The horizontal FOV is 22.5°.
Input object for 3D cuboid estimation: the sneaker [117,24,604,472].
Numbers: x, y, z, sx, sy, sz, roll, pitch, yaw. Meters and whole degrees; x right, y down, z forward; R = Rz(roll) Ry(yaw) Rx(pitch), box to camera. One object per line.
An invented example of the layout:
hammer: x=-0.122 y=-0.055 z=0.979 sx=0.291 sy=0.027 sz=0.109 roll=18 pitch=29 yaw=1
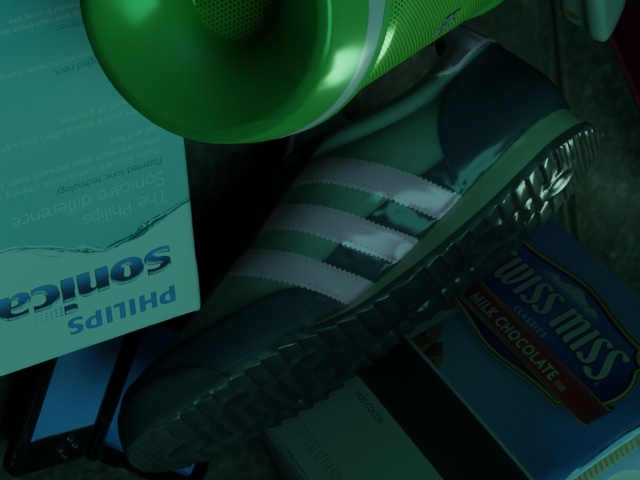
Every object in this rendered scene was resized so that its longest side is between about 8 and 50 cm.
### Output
sneaker: x=0.000 y=0.000 z=0.910 sx=0.319 sy=0.131 sz=0.112 roll=-36 pitch=158 yaw=-10

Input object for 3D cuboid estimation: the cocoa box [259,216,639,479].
cocoa box: x=0.128 y=0.186 z=1.037 sx=0.228 sy=0.231 sz=0.347 roll=-31 pitch=132 yaw=-9

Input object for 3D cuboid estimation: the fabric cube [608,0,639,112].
fabric cube: x=0.360 y=-0.098 z=0.971 sx=0.254 sy=0.258 sz=0.259 roll=-39 pitch=132 yaw=-4

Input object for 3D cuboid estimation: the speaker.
speaker: x=0.014 y=-0.136 z=0.728 sx=0.296 sy=0.131 sz=0.131 roll=-40 pitch=149 yaw=-59

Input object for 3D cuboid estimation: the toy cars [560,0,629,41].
toy cars: x=0.181 y=-0.302 z=0.835 sx=0.176 sy=0.087 sz=0.394 roll=-39 pitch=148 yaw=-55

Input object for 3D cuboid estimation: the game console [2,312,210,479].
game console: x=-0.112 y=0.093 z=0.933 sx=0.107 sy=0.071 sz=0.122 roll=-10 pitch=127 yaw=-52

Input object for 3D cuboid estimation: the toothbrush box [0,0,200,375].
toothbrush box: x=-0.186 y=-0.080 z=0.739 sx=0.216 sy=0.126 sz=0.295 roll=-19 pitch=128 yaw=-20
